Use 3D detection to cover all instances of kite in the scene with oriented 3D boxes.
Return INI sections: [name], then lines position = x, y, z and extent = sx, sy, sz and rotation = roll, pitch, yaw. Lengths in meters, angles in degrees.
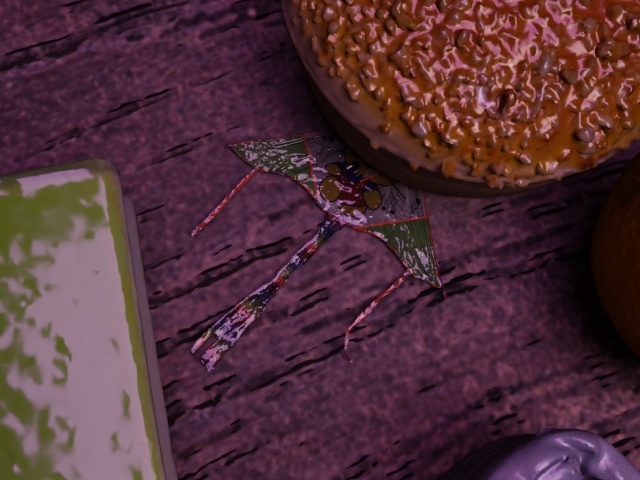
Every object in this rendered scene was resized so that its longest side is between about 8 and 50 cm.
[kite]
position = 0.000, 0.000, 0.505
extent = 0.198, 0.006, 0.244
rotation = 38, 75, 3

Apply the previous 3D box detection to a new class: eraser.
[eraser]
position = -0.198, 0.107, 0.413
extent = 0.210, 0.092, 0.274
rotation = -12, 79, -9

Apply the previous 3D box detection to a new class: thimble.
[thimble]
position = 0.129, 0.191, 0.417
extent = 0.151, 0.118, 0.127
rotation = -43, 82, -14

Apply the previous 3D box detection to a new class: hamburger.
[hamburger]
position = 0.116, -0.172, 0.472
extent = 0.301, 0.170, 0.302
rotation = 2, 75, -8

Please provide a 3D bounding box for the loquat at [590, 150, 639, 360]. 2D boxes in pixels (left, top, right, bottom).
[loquat]
position = 0.281, 0.005, 0.436
extent = 0.208, 0.208, 0.208
rotation = 2, 76, -6
